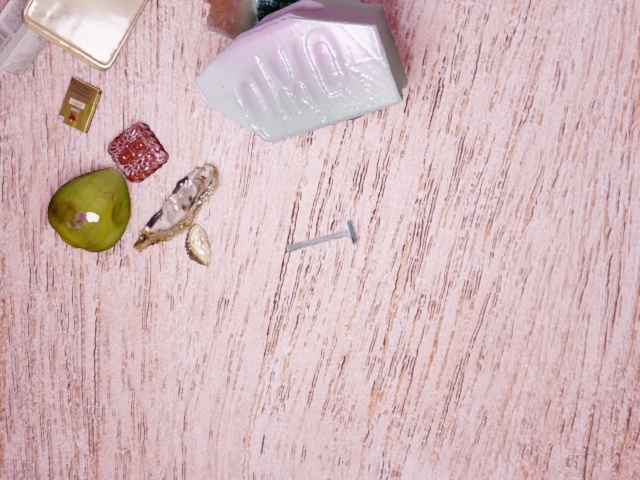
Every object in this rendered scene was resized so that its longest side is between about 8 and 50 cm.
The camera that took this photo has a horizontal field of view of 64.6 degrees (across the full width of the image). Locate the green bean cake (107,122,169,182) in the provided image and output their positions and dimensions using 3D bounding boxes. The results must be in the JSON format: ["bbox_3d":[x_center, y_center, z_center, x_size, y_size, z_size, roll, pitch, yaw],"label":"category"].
[{"bbox_3d":[-0.511,-0.244,1.410,0.135,0.056,0.136,-35,92,12],"label":"green bean cake"}]

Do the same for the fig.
[{"bbox_3d":[-0.620,-0.084,1.375,0.207,0.207,0.230,38,102,1],"label":"fig"}]

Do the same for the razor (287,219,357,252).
[{"bbox_3d":[0.001,0.000,1.382,0.191,0.037,0.068,-15,91,12],"label":"razor"}]

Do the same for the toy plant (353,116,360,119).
[{"bbox_3d":[0.034,-0.423,1.278,0.243,0.113,0.233,7,116,9],"label":"toy plant"}]

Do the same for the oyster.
[{"bbox_3d":[-0.402,-0.081,1.411,0.345,0.078,0.129,-42,57,15],"label":"oyster"}]

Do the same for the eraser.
[{"bbox_3d":[-0.754,-0.639,1.368,0.098,0.096,0.404,45,101,1],"label":"eraser"}]

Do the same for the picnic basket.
[{"bbox_3d":[-0.565,-0.616,1.265,0.227,0.175,0.313,30,99,-30],"label":"picnic basket"}]

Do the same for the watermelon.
[{"bbox_3d":[-0.181,-0.623,1.246,0.301,0.151,0.265,6,113,11],"label":"watermelon"}]

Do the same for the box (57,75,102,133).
[{"bbox_3d":[-0.681,-0.383,1.431,0.090,0.023,0.134,25,101,5],"label":"box"}]

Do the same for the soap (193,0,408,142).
[{"bbox_3d":[-0.053,-0.386,1.159,0.445,0.156,0.262,-11,125,25],"label":"soap"}]

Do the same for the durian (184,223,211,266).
[{"bbox_3d":[-0.354,0.017,1.442,0.066,0.052,0.131,-18,100,-28],"label":"durian"}]
